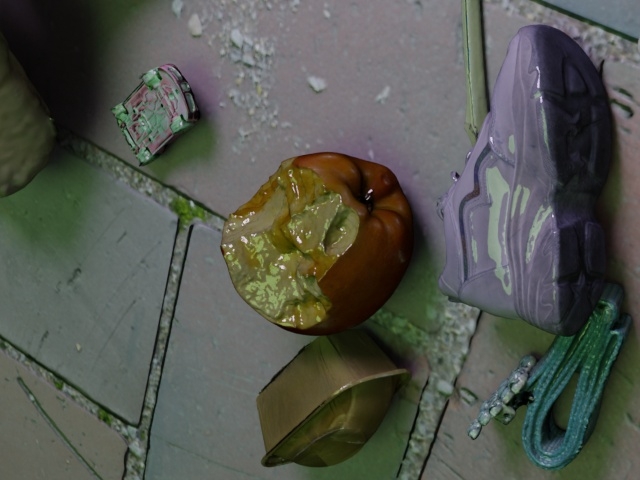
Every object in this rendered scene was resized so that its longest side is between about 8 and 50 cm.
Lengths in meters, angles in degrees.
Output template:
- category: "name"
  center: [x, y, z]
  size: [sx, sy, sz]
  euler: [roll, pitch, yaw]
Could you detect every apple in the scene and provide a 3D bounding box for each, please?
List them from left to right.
- category: "apple"
  center: [0.007, 0.000, 1.007]
  size: [0.158, 0.147, 0.156]
  euler: [-27, 57, 29]

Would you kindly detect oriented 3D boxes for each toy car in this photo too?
- category: "toy car"
  center: [-0.163, -0.129, 1.133]
  size: [0.142, 0.055, 0.069]
  euler: [-31, 87, 53]

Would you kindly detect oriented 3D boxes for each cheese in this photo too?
- category: "cheese"
  center: [-0.396, -0.180, 1.150]
  size: [0.318, 0.115, 0.326]
  euler: [56, 164, -19]

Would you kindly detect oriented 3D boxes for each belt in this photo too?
- category: "belt"
  center: [0.204, 0.110, 0.959]
  size: [0.100, 0.065, 0.179]
  euler: [25, 118, 16]

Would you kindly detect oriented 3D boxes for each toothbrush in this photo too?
- category: "toothbrush"
  center: [0.130, -0.126, 0.943]
  size: [0.028, 0.026, 0.294]
  euler: [20, 119, 46]

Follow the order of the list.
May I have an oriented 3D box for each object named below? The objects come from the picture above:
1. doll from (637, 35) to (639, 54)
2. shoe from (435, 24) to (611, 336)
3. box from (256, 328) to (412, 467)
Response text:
- category: "doll"
  center: [0.338, -0.193, 0.719]
  size: [0.293, 0.119, 0.138]
  euler: [-29, 131, 35]
- category: "shoe"
  center: [0.155, -0.048, 0.903]
  size: [0.138, 0.095, 0.245]
  euler: [2, 96, 41]
- category: "box"
  center: [0.009, 0.163, 1.091]
  size: [0.111, 0.111, 0.177]
  euler: [51, 128, 9]
